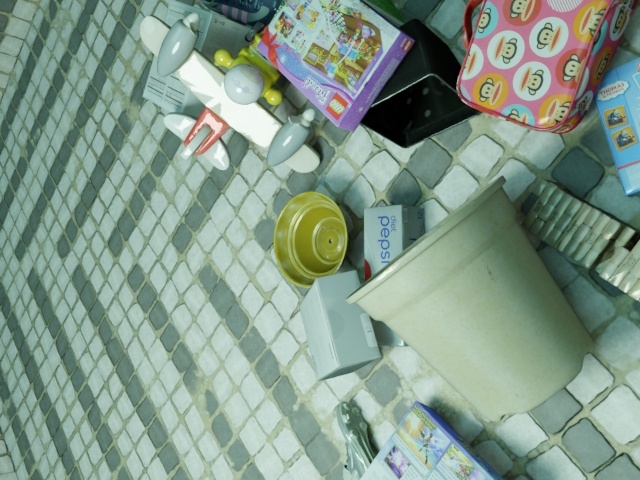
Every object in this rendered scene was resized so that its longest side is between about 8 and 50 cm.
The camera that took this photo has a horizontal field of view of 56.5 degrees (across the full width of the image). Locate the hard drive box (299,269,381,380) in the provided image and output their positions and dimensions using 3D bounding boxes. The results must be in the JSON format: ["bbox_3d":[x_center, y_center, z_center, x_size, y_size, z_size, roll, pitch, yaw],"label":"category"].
[{"bbox_3d":[0.032,0.186,1.250,0.232,0.089,0.181,119,138,-69],"label":"hard drive box"}]

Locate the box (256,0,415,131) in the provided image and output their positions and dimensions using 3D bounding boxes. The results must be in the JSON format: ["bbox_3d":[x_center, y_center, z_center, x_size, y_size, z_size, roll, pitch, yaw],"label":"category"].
[{"bbox_3d":[0.017,-0.376,1.143,0.293,0.057,0.201,50,117,29],"label":"box"}]

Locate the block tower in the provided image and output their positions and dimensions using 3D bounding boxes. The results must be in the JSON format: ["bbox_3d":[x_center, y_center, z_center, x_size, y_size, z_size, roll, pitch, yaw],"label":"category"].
[{"bbox_3d":[0.486,0.022,0.961,0.335,0.091,0.097,42,113,34],"label":"block tower"}]

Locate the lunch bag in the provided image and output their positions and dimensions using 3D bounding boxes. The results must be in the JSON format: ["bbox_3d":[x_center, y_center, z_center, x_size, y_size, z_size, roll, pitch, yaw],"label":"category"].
[{"bbox_3d":[0.356,-0.345,1.006,0.258,0.120,0.293,32,115,32],"label":"lunch bag"}]

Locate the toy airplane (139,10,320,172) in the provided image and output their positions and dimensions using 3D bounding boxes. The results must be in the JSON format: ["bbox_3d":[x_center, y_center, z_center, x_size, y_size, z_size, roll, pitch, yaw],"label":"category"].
[{"bbox_3d":[-0.198,-0.334,1.363,0.272,0.387,0.384,-130,35,-76],"label":"toy airplane"}]

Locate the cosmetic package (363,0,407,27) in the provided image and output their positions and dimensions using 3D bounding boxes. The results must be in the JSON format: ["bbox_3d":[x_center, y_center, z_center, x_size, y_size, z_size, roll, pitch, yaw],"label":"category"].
[{"bbox_3d":[0.020,-0.554,1.311,0.155,0.197,0.365,-41,65,31],"label":"cosmetic package"}]

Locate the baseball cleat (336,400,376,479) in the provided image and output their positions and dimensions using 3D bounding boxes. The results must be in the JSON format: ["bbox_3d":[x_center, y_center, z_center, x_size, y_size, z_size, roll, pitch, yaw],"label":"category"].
[{"bbox_3d":[0.070,0.460,1.295,0.109,0.072,0.205,-45,59,33],"label":"baseball cleat"}]

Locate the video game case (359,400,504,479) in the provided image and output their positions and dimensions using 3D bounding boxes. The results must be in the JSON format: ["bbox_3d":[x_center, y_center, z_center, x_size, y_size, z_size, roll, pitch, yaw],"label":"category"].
[{"bbox_3d":[0.199,0.475,1.100,0.244,0.061,0.269,-56,34,4],"label":"video game case"}]

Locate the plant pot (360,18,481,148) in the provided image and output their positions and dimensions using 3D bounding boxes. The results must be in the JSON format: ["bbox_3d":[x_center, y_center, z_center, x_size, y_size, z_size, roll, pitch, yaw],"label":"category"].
[{"bbox_3d":[0.183,-0.318,1.184,0.188,0.188,0.166,-21,62,37],"label":"plant pot"}]

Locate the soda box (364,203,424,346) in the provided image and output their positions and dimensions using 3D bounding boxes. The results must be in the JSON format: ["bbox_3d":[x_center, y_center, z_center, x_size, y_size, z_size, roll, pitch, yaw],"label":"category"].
[{"bbox_3d":[0.154,0.072,1.233,0.098,0.091,0.286,-3,86,40],"label":"soda box"}]

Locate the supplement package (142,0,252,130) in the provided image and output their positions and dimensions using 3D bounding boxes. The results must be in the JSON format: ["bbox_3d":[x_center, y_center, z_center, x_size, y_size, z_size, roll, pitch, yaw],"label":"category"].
[{"bbox_3d":[-0.302,-0.456,1.567,0.198,0.199,0.262,31,107,37],"label":"supplement package"}]

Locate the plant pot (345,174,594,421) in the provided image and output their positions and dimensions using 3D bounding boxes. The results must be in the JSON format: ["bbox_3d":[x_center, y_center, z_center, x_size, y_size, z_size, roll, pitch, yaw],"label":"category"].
[{"bbox_3d":[0.265,0.114,0.995,0.334,0.334,0.305,-41,84,30],"label":"plant pot"}]

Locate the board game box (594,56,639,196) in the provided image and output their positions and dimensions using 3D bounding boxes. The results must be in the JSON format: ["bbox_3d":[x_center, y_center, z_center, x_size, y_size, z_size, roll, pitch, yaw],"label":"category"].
[{"bbox_3d":[0.544,-0.196,0.958,0.160,0.039,0.211,-21,75,37],"label":"board game box"}]

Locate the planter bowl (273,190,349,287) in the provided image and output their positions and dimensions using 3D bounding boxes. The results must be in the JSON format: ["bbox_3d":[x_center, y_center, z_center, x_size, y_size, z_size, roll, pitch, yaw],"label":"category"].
[{"bbox_3d":[0.000,0.000,1.364,0.217,0.090,0.217,-3,85,40],"label":"planter bowl"}]

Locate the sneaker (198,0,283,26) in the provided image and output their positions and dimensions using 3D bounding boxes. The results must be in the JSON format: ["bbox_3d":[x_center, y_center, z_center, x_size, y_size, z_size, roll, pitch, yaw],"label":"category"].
[{"bbox_3d":[-0.223,-0.633,1.556,0.319,0.131,0.112,23,102,38],"label":"sneaker"}]
